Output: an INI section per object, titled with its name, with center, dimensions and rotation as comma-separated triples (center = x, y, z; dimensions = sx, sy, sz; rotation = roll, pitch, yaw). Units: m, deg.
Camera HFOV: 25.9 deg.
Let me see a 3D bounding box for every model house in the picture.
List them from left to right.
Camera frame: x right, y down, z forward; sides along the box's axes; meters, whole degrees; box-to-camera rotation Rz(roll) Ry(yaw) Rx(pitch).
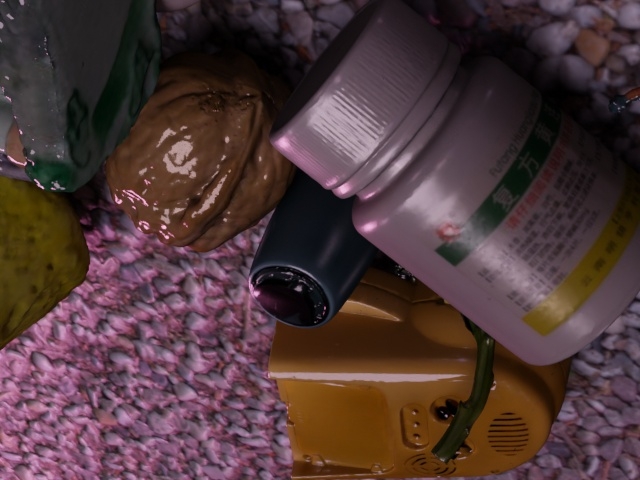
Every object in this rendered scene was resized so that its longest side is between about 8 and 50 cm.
[model house]
center = -0.323, -0.216, 1.196
dimensions = 0.325, 0.194, 0.267
rotation = 19, 141, 14

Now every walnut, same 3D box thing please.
[walnut]
center = -0.121, -0.092, 1.421
dimensions = 0.198, 0.198, 0.245
rotation = 38, 139, -11

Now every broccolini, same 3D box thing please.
[broccolini]
center = 0.122, 0.092, 1.430
dimensions = 0.123, 0.271, 0.062
rotation = -1, 162, 31

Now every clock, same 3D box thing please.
[clock]
center = 0.116, 0.154, 1.557
dimensions = 0.317, 0.200, 0.244
rotation = 5, 137, 14

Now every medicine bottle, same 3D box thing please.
[medicine bottle]
center = 0.136, -0.060, 1.295
dimensions = 0.340, 0.208, 0.208
rotation = 38, 138, -11

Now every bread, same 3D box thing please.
[bread]
center = -0.473, 0.030, 1.631
dimensions = 0.348, 0.307, 0.348
rotation = 26, 157, 12

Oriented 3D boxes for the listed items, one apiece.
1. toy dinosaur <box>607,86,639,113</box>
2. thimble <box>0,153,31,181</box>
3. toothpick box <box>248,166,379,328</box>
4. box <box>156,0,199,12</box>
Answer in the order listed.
[toy dinosaur]
center = 0.329, -0.137, 1.234
dimensions = 0.154, 0.049, 0.055
rotation = -10, 130, 30
[thimble]
center = -0.314, -0.185, 1.459
dimensions = 0.246, 0.157, 0.217
rotation = 2, 130, 26
[toothpick box]
center = 0.000, 0.000, 1.450
dimensions = 0.120, 0.184, 0.120
rotation = 16, 139, 15
[box]
center = -0.252, -0.352, 1.261
dimensions = 0.349, 0.141, 0.288
rotation = 14, 139, 16
